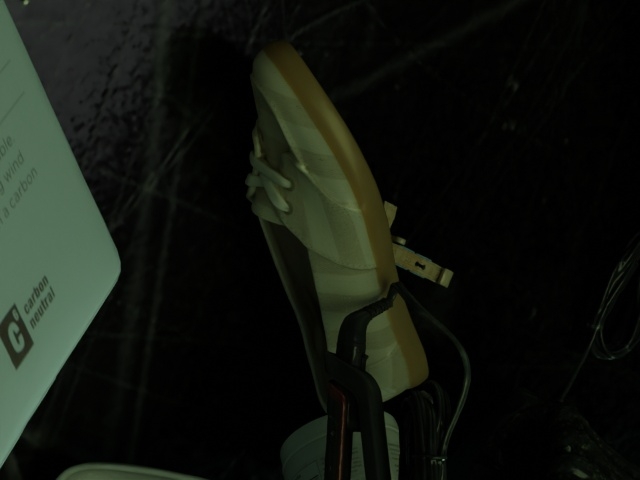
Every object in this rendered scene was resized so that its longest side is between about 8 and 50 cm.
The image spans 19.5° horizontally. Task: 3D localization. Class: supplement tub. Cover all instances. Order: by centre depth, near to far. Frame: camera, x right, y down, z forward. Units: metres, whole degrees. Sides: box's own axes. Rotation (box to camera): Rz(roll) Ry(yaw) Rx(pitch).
[{"bbox_3d":[0.024,0.152,0.992,0.071,0.107,0.071,-12,147,-8],"label":"supplement tub"}]

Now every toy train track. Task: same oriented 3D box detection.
[{"bbox_3d":[0.046,0.009,1.041,0.083,0.014,0.048,26,86,-37],"label":"toy train track"}]

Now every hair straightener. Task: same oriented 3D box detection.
[{"bbox_3d":[0.043,0.134,0.921,0.047,0.089,0.230,42,50,-71],"label":"hair straightener"}]

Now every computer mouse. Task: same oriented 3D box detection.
[{"bbox_3d":[0.133,0.088,1.113,0.242,0.041,0.071,-52,132,-22],"label":"computer mouse"}]

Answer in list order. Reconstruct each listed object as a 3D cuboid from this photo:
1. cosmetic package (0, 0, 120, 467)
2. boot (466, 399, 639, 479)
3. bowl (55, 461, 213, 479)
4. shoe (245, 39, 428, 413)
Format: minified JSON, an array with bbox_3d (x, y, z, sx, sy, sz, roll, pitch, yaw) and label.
[{"bbox_3d":[-0.268,-0.116,0.618,0.161,0.230,0.453,-64,141,-50],"label":"cosmetic package"},{"bbox_3d":[0.204,0.158,1.080,0.260,0.131,0.348,28,39,-13],"label":"boot"},{"bbox_3d":[-0.077,0.184,0.941,0.142,0.053,0.142,12,94,7],"label":"bowl"},{"bbox_3d":[0.000,0.000,0.967,0.058,0.076,0.219,-26,119,-12],"label":"shoe"}]
